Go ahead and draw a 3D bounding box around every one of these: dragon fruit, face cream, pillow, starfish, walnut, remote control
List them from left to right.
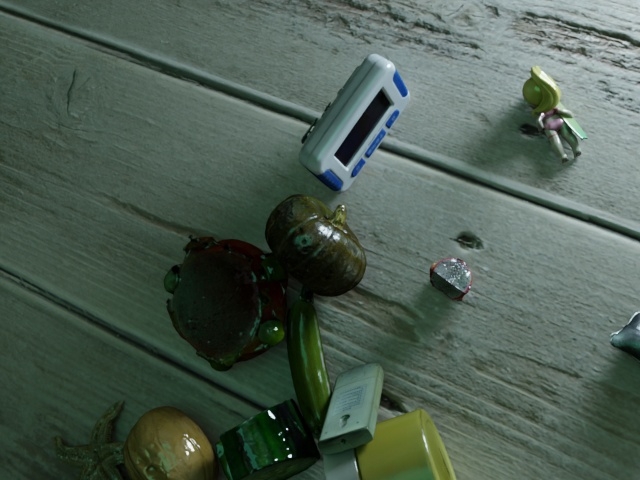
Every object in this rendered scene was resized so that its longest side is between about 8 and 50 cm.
[{"bbox_3d":[-0.445,0.451,1.571,0.277,0.062,0.235,28,83,24],"label":"starfish"},{"bbox_3d":[-0.289,0.421,1.468,0.165,0.165,0.197,-39,68,6],"label":"walnut"},{"bbox_3d":[-0.176,0.124,1.499,0.295,0.130,0.268,35,96,25],"label":"dragon fruit"},{"bbox_3d":[0.059,0.294,1.358,0.098,0.233,0.038,-23,104,17],"label":"remote control"},{"bbox_3d":[0.129,0.419,1.308,0.179,0.218,0.218,-22,74,11],"label":"face cream"},{"bbox_3d":[0.247,0.068,1.433,0.083,0.056,0.060,32,67,13],"label":"dragon fruit"},{"bbox_3d":[0.572,0.190,1.308,0.091,0.055,0.135,-43,72,2],"label":"pillow"}]

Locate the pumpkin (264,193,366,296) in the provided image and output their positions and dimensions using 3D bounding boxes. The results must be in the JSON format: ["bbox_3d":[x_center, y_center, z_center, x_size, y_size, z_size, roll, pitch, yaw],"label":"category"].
[{"bbox_3d":[0.000,0.000,1.443,0.162,0.219,0.219,-48,70,7],"label":"pumpkin"}]

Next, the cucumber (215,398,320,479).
[{"bbox_3d":[-0.098,0.384,1.410,0.191,0.191,0.130,-34,72,8],"label":"cucumber"}]

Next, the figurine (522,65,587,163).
[{"bbox_3d":[0.436,-0.239,1.432,0.083,0.083,0.187,-23,83,11],"label":"figurine"}]

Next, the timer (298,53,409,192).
[{"bbox_3d":[0.064,-0.226,1.482,0.078,0.178,0.253,36,90,25],"label":"timer"}]

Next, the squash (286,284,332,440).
[{"bbox_3d":[-0.020,0.240,1.464,0.080,0.071,0.318,-21,67,31],"label":"squash"}]
